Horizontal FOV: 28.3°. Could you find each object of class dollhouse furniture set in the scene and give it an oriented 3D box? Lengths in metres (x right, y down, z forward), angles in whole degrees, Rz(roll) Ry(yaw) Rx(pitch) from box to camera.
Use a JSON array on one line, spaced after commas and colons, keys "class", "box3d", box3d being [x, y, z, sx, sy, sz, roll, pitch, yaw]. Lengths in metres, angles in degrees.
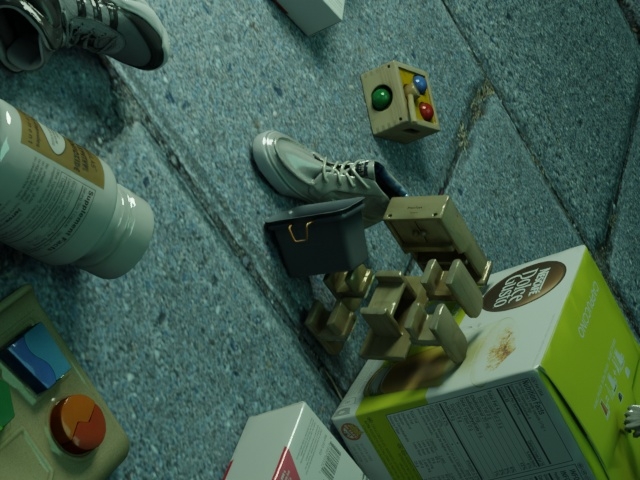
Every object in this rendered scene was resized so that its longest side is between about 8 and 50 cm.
[{"class": "dollhouse furniture set", "box3d": [0.137, 0.080, 1.809, 0.161, 0.212, 0.242, 54, 48, -39]}]

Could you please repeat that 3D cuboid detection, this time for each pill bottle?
[{"class": "pill bottle", "box3d": [-0.292, -0.047, 1.353, 0.229, 0.131, 0.131, 33, 48, -44]}]

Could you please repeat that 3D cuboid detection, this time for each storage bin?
[{"class": "storage bin", "box3d": [0.000, 0.000, 1.771, 0.098, 0.135, 0.091, -31, 108, -57]}]

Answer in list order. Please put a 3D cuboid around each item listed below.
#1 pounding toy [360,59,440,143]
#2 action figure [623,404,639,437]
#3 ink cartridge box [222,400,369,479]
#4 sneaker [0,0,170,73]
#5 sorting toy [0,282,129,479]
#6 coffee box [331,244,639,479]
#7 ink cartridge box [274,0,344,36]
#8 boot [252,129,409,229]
[{"class": "pounding toy", "box3d": [0.140, -0.228, 2.121, 0.141, 0.100, 0.130, 8, 66, -55]}, {"class": "action figure", "box3d": [0.491, 0.291, 1.709, 0.275, 0.140, 0.164, 4, 74, -73]}, {"class": "ink cartridge box", "box3d": [-0.012, 0.348, 1.582, 0.237, 0.100, 0.172, 52, 36, -24]}, {"class": "sneaker", "box3d": [-0.296, -0.244, 1.490, 0.268, 0.101, 0.153, 34, 47, -35]}, {"class": "sorting toy", "box3d": [-0.318, 0.201, 1.263, 0.229, 0.041, 0.307, 62, 33, -12]}, {"class": "coffee box", "box3d": [0.283, 0.263, 1.849, 0.338, 0.334, 0.338, 60, 34, -16]}, {"class": "ink cartridge box", "box3d": [-0.020, -0.436, 2.021, 0.127, 0.072, 0.175, 41, 42, -37]}, {"class": "boot", "box3d": [0.024, -0.100, 1.856, 0.258, 0.123, 0.095, 32, 48, -44]}]
